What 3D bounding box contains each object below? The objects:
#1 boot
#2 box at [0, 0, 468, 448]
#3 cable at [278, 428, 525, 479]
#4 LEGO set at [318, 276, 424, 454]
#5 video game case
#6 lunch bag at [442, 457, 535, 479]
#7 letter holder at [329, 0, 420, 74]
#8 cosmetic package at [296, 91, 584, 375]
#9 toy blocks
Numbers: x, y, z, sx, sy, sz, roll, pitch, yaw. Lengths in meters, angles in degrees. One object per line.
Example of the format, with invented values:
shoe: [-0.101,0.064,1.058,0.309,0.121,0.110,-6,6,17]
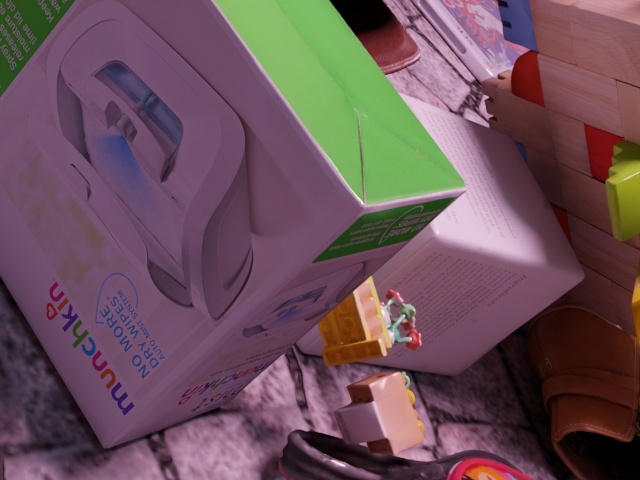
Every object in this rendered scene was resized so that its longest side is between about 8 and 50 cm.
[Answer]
boot: [0.309,0.156,1.071,0.283,0.109,0.220,34,31,-18]
box: [-0.090,-0.057,0.691,0.262,0.231,0.127,56,30,14]
cable: [0.055,0.181,0.801,0.139,0.072,0.287,39,13,21]
LEGO set: [0.000,0.000,0.786,0.287,0.132,0.107,44,34,19]
video game case: [0.197,-0.287,1.547,0.183,0.023,0.201,52,30,8]
lunch bag: [0.140,0.270,0.572,0.258,0.120,0.293,32,30,-27]
letter holder: [0.000,-0.193,1.055,0.214,0.152,0.302,55,30,9]
cosmetic package: [0.072,-0.003,0.915,0.184,0.151,0.151,15,43,-42]
toy blocks: [0.238,-0.079,0.960,0.261,0.191,0.381,38,-31,56]
